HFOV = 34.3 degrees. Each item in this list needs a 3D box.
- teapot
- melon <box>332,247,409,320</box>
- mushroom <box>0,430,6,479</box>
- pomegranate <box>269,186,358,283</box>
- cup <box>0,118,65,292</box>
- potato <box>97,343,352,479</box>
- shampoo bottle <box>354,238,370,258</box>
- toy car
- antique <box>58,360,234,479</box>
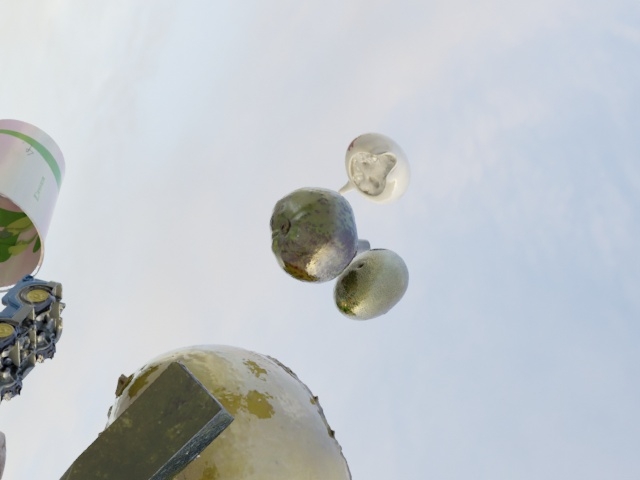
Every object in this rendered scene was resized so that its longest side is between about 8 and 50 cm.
[{"bbox_3d":[0.107,-0.136,1.994,0.145,0.092,0.226,58,-36,3],"label":"teapot"},{"bbox_3d":[0.075,0.067,1.550,0.099,0.099,0.162,-49,172,32],"label":"melon"},{"bbox_3d":[-0.537,0.392,1.593,0.094,0.072,0.210,-5,-114,53],"label":"mushroom"},{"bbox_3d":[-0.011,0.002,1.441,0.163,0.125,0.138,92,-21,-56],"label":"pomegranate"},{"bbox_3d":[-0.600,-0.078,1.908,0.253,0.253,0.274,-48,-159,33],"label":"cup"},{"bbox_3d":[-0.189,0.373,1.527,0.385,0.319,0.442,-26,-110,21],"label":"potato"},{"bbox_3d":[0.018,0.014,2.471,0.072,0.214,0.072,-10,-102,61],"label":"shampoo bottle"},{"bbox_3d":[-0.400,0.120,1.306,0.191,0.100,0.097,-60,161,-57],"label":"toy car"},{"bbox_3d":[-0.204,0.240,1.134,0.221,0.080,0.081,-43,163,-9],"label":"antique"}]
